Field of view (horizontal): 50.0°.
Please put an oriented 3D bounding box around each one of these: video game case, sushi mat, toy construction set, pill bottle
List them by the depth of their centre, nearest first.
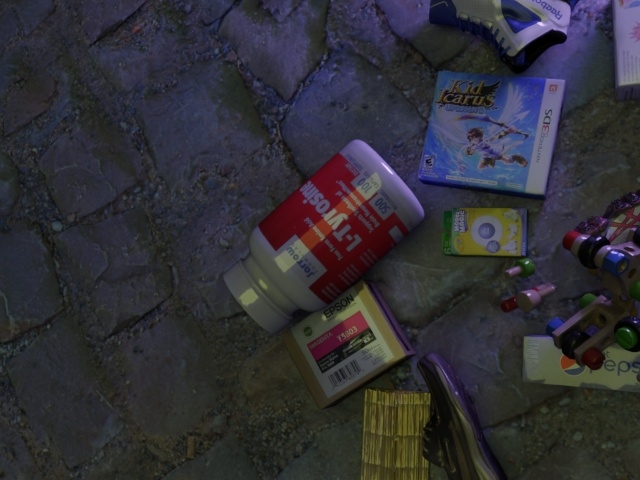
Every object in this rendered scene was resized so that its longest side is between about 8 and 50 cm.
[{"bbox_3d":[0.518,0.082,1.259,0.309,0.237,0.258,1,107,61],"label":"toy construction set"},{"bbox_3d":[0.000,0.000,1.449,0.407,0.229,0.229,-42,70,2],"label":"pill bottle"},{"bbox_3d":[0.361,-0.227,1.457,0.269,0.061,0.244,10,85,22],"label":"video game case"},{"bbox_3d":[0.157,0.477,1.460,0.151,0.019,0.317,1,83,20],"label":"sushi mat"}]

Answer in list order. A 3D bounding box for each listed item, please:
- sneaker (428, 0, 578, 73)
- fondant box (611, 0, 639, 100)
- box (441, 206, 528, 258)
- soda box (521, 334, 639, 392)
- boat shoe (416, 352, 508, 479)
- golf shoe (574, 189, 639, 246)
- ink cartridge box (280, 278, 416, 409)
[{"bbox_3d":[0.378,-0.452,1.445,0.315,0.127,0.182,5,82,20],"label":"sneaker"},{"bbox_3d":[0.740,-0.411,1.317,0.330,0.096,0.238,-2,82,20],"label":"fondant box"},{"bbox_3d":[0.343,-0.017,1.445,0.179,0.043,0.105,0,82,23],"label":"box"},{"bbox_3d":[0.534,0.234,1.305,0.286,0.098,0.091,1,85,22],"label":"soda box"},{"bbox_3d":[0.261,0.402,1.368,0.130,0.132,0.355,-27,73,13],"label":"boat shoe"},{"bbox_3d":[0.592,-0.033,1.346,0.186,0.067,0.086,-35,101,11],"label":"golf shoe"},{"bbox_3d":[0.058,0.226,1.497,0.234,0.088,0.193,-36,73,14],"label":"ink cartridge box"}]
